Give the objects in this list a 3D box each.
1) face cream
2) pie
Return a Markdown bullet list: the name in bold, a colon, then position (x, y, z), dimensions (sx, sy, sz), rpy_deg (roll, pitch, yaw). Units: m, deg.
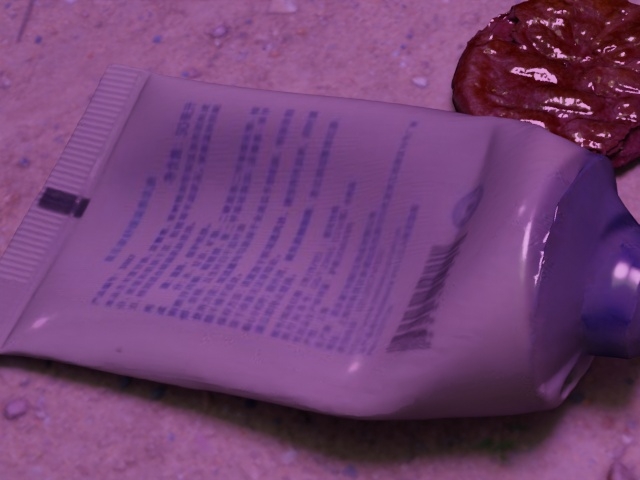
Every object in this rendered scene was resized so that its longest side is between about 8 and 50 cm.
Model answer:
- **face cream**: position (0.000, 0.000, 1.020), dimensions (0.420, 0.137, 0.234), rpy_deg (9, 59, 25)
- **pie**: position (0.158, -0.103, 1.101), dimensions (0.154, 0.036, 0.154), rpy_deg (-4, 55, 6)
